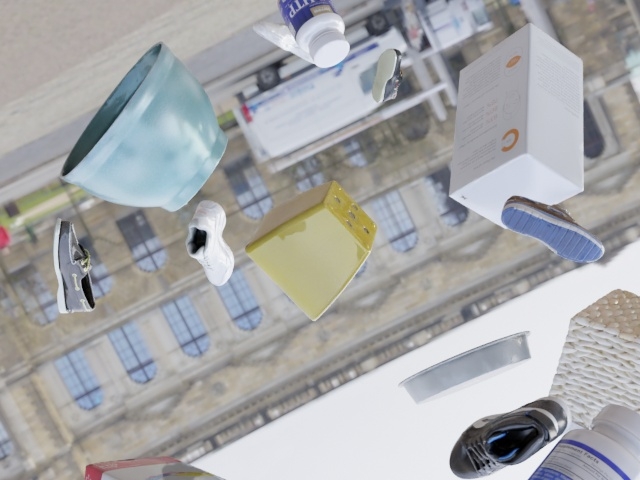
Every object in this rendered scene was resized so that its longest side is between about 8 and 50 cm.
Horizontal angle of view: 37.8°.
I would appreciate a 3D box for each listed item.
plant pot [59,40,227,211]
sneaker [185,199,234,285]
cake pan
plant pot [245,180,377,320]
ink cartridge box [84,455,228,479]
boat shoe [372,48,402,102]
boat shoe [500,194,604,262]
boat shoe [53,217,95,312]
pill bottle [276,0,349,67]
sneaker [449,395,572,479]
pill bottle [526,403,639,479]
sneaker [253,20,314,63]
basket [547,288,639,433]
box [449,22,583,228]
[{"bbox_3d":[-0.290,-0.172,1.642,0.293,0.196,0.293,-43,-157,23],"label":"plant pot"},{"bbox_3d":[-0.279,0.024,2.248,0.090,0.232,0.115,8,-143,26],"label":"sneaker"},{"bbox_3d":[0.303,0.265,1.908,0.293,0.054,0.293,-20,166,-5],"label":"cake pan"},{"bbox_3d":[0.000,0.000,1.965,0.187,0.212,0.212,-39,-168,22],"label":"plant pot"},{"bbox_3d":[-0.186,0.342,1.108,0.127,0.128,0.176,7,178,-45],"label":"ink cartridge box"},{"bbox_3d":[0.132,-0.315,1.768,0.042,0.049,0.133,-16,150,-20],"label":"boat shoe"},{"bbox_3d":[0.396,-0.028,1.574,0.066,0.183,0.066,-61,-177,43],"label":"boat shoe"},{"bbox_3d":[-0.481,0.050,1.829,0.069,0.227,0.081,3,-140,-5],"label":"boat shoe"},{"bbox_3d":[-0.012,-0.471,2.024,0.112,0.186,0.112,-22,154,-11],"label":"pill bottle"},{"bbox_3d":[0.243,0.291,1.327,0.217,0.079,0.121,-40,163,34],"label":"sneaker"},{"bbox_3d":[0.377,0.369,1.342,0.272,0.152,0.152,-43,-166,-22],"label":"pill bottle"},{"bbox_3d":[-0.073,-0.519,2.322,0.212,0.094,0.080,16,-163,-42],"label":"sneaker"},{"bbox_3d":[0.709,0.298,2.035,0.328,0.266,0.331,21,-160,31],"label":"basket"},{"bbox_3d":[0.409,-0.236,1.935,0.215,0.168,0.345,-31,-140,47],"label":"box"}]
